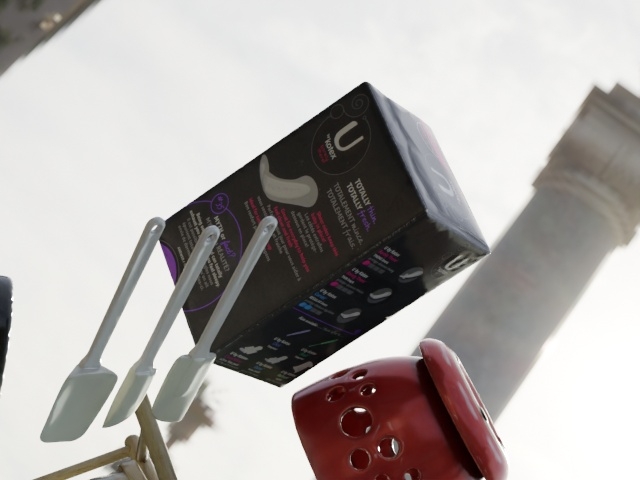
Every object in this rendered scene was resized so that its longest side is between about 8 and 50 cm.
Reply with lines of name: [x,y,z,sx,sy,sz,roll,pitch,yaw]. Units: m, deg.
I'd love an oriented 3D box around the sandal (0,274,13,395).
sandal: [-0.434,0.235,1.772,0.107,0.445,0.167,8,22,-16]

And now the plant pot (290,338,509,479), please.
plant pot: [0.085,0.203,1.569,0.191,0.174,0.191,62,4,-7]

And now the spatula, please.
spatula: [-0.137,0.077,1.329,0.019,0.168,0.242,50,-56,35]

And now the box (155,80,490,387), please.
box: [0.000,0.000,1.512,0.143,0.270,0.165,27,35,-54]

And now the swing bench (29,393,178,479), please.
swing bench: [-0.248,0.322,1.528,0.165,0.253,0.254,109,-40,-63]
